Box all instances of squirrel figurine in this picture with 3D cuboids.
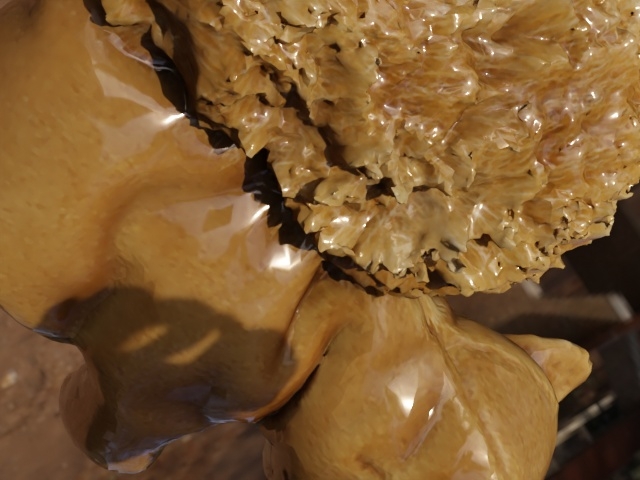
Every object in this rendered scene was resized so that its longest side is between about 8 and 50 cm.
[{"bbox_3d":[0.000,0.000,0.689,0.397,0.370,0.281,-45,-177,37],"label":"squirrel figurine"}]
